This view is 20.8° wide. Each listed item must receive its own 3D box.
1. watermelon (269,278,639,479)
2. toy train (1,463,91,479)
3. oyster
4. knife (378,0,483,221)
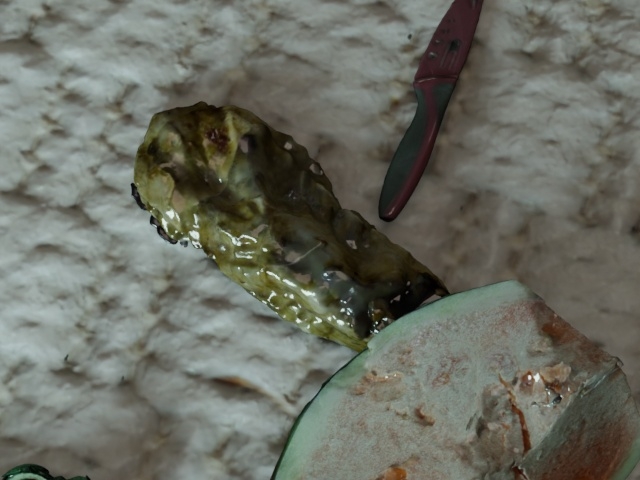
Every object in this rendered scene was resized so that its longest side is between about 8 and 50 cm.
[{"bbox_3d":[0.081,0.183,1.247,0.305,0.180,0.224,-42,90,-13],"label":"watermelon"},{"bbox_3d":[-0.253,0.245,1.282,0.200,0.083,0.132,-18,86,-7],"label":"toy train"},{"bbox_3d":[-0.002,0.002,1.366,0.345,0.078,0.128,36,67,12],"label":"oyster"},{"bbox_3d":[0.091,-0.121,1.420,0.035,0.018,0.247,14,65,17],"label":"knife"}]
